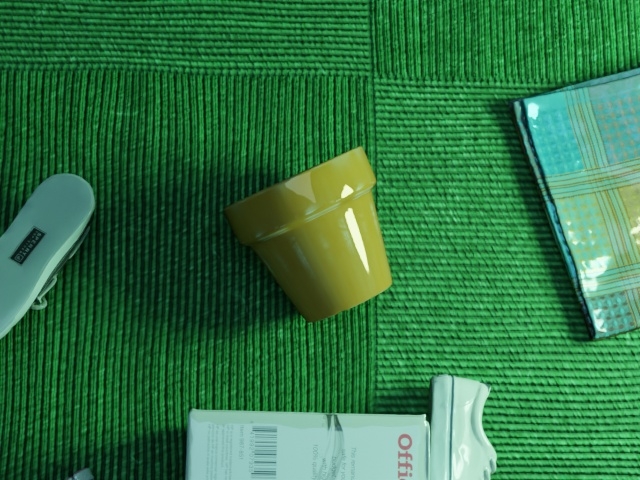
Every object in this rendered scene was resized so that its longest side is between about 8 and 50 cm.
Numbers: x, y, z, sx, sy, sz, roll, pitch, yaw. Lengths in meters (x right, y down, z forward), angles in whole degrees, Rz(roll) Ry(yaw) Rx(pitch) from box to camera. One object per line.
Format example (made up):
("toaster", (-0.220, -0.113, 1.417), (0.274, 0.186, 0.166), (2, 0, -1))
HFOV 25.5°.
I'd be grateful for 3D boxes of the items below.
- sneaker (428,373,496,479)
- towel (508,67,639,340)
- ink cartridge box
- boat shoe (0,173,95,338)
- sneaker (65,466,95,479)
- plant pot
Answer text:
("sneaker", (0.187, 0.301, 1.858), (0.091, 0.094, 0.258), (2, 74, 1))
("towel", (0.449, -0.065, 2.007), (0.271, 0.040, 0.370), (-15, 76, -7))
("ink cartridge box", (-0.020, 0.338, 1.815), (0.307, 0.129, 0.223), (2, 75, -3))
("boat shoe", (-0.411, 0.046, 1.886), (0.113, 0.105, 0.306), (29, 68, 9))
("sneaker", (-0.335, 0.375, 1.819), (0.075, 0.063, 0.170), (39, 73, 10))
("plant pot", (0.000, 0.000, 1.889), (0.205, 0.205, 0.188), (-25, 93, -10))
